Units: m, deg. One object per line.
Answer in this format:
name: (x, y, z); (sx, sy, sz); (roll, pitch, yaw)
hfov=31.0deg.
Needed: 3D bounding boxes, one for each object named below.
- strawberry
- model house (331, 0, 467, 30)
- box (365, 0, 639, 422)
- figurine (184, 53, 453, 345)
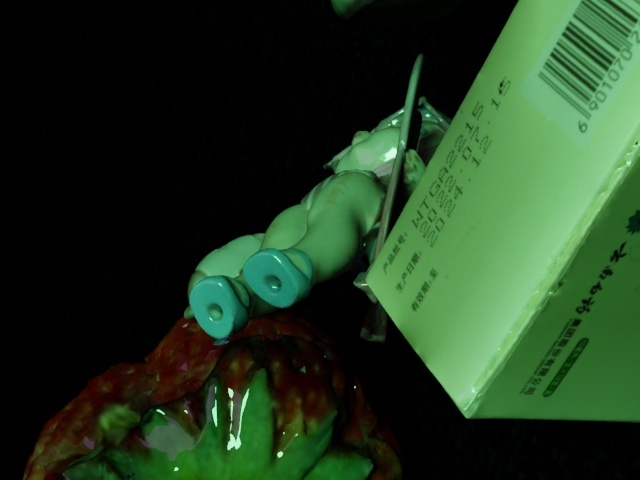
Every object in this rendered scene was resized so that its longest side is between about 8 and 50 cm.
strawberry: (-0.063, 0.177, 0.733); (0.238, 0.250, 0.288); (57, 162, 5)
model house: (0.067, -0.253, 0.528); (0.237, 0.237, 0.202); (63, 162, 2)
box: (0.145, -0.030, 0.485); (0.095, 0.168, 0.212); (52, 125, 43)
figurine: (0.012, 0.006, 0.633); (0.103, 0.260, 0.205); (49, 121, 3)
